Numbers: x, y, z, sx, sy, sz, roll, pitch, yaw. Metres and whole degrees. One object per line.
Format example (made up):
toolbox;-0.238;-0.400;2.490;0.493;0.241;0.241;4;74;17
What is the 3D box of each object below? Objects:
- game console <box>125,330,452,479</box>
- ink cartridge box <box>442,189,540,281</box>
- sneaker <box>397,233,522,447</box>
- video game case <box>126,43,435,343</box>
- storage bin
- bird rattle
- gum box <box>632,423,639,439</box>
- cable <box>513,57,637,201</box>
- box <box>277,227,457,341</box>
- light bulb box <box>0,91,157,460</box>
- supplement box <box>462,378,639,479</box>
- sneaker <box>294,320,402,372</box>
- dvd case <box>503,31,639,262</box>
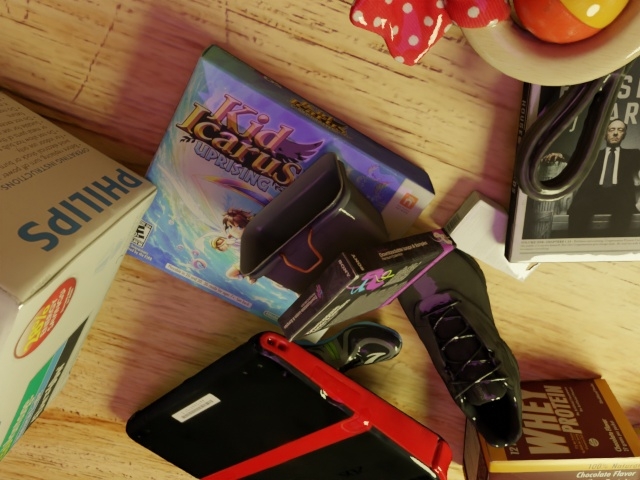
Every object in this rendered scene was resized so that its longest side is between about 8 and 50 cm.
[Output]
game console;-0.053;0.285;0.734;0.342;0.060;0.387;40;129;-16
ink cartridge box;0.206;-0.003;0.605;0.115;0.029;0.062;27;118;-15
sneaker;0.171;0.119;0.615;0.109;0.130;0.286;-30;107;18
video game case;-0.056;-0.033;0.579;0.270;0.061;0.244;28;118;-14
storage bin;0.000;0.000;0.512;0.135;0.098;0.091;-40;122;22
bird rattle;0.155;-0.202;0.380;0.207;0.143;0.253;44;128;-7
gum box;0.531;0.295;0.729;0.188;0.107;0.062;-32;115;20
cable;0.251;-0.176;0.462;0.140;0.072;0.287;1;116;-7
box;0.048;0.041;0.511;0.116;0.162;0.029;-48;67;38
light bulb box;-0.416;0.024;0.502;0.361;0.225;0.357;32;118;-6
supplement box;0.312;0.312;0.736;0.192;0.129;0.194;-4;122;5
sneaker;0.018;0.160;0.683;0.188;0.078;0.067;-16;120;11
dvd case;0.290;-0.090;0.530;0.180;0.029;0.238;-1;114;2
